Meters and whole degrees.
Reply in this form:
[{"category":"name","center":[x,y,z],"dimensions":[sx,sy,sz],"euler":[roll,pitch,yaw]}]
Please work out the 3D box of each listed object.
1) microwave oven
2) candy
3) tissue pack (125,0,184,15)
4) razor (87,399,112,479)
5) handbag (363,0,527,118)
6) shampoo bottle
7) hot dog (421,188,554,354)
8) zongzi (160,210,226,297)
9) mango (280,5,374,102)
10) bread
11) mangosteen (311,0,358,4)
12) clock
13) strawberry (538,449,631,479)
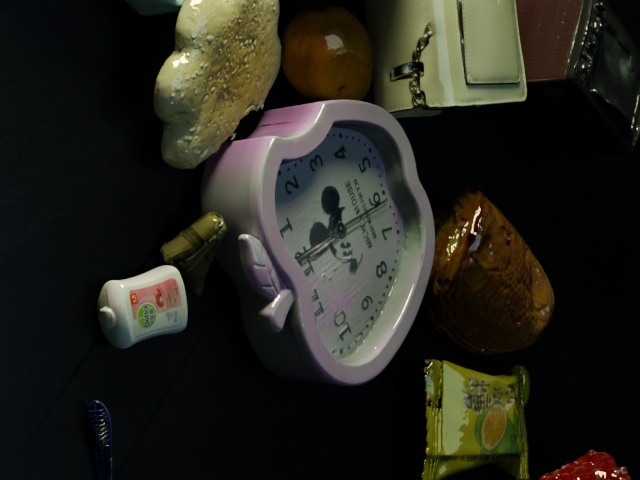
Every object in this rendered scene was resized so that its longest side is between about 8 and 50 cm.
[{"category":"microwave oven","center":[0.382,-0.255,1.831],"dimensions":[0.247,0.188,0.178],"euler":[36,61,-44]},{"category":"candy","center":[0.228,0.262,1.702],"dimensions":[0.297,0.081,0.187],"euler":[8,83,-54]},{"category":"tissue pack","center":[-0.218,-0.362,1.164],"dimensions":[0.263,0.089,0.177],"euler":[37,62,-47]},{"category":"razor","center":[-0.217,0.235,1.190],"dimensions":[0.028,0.044,0.154],"euler":[10,76,-81]},{"category":"handbag","center":[0.142,-0.342,1.553],"dimensions":[0.237,0.160,0.358],"euler":[-13,98,-61]},{"category":"shampoo bottle","center":[-0.184,0.068,1.222],"dimensions":[0.099,0.043,0.072],"euler":[-15,100,-51]},{"category":"hot dog","center":[0.229,0.049,1.685],"dimensions":[0.272,0.122,0.196],"euler":[42,59,-47]},{"category":"zongzi","center":[-0.121,0.017,1.288],"dimensions":[0.076,0.040,0.083],"euler":[-36,129,-1]},{"category":"mango","center":[0.016,-0.218,1.443],"dimensions":[0.165,0.089,0.115],"euler":[23,100,-53]},{"category":"bread","center":[-0.102,-0.196,1.282],"dimensions":[0.251,0.039,0.181],"euler":[-53,153,-46]},{"category":"mangosteen","center":[0.013,-0.378,1.380],"dimensions":[0.216,0.216,0.216],"euler":[3,86,-51]},{"category":"clock","center":[0.000,0.000,1.412],"dimensions":[0.338,0.102,0.338],"euler":[2,87,-50]},{"category":"strawberry","center":[0.361,0.426,1.819],"dimensions":[0.178,0.234,0.234],"euler":[7,82,-19]}]
